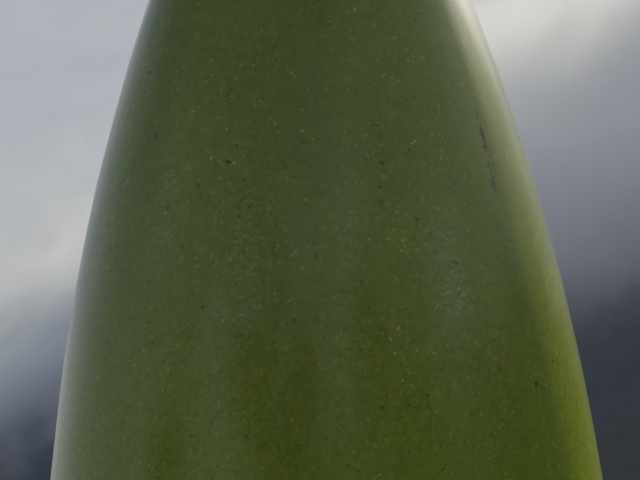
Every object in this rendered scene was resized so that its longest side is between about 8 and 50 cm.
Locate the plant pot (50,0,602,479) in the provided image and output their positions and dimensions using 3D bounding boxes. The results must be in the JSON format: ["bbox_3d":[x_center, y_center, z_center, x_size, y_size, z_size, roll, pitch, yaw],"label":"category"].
[{"bbox_3d":[0.000,0.000,0.852,0.274,0.294,0.275,-1,1,0],"label":"plant pot"}]
